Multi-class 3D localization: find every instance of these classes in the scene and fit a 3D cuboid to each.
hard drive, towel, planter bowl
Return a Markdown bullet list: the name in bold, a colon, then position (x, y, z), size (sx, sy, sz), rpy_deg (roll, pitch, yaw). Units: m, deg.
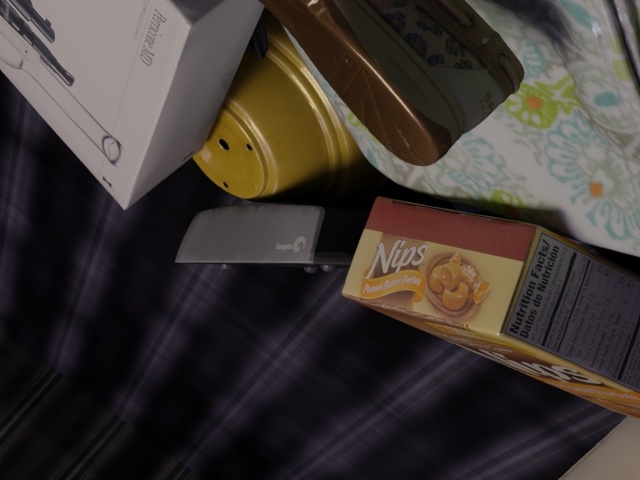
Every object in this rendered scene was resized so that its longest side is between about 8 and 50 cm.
- **hard drive**: position (0.000, 0.000, 1.648), size (0.172, 0.054, 0.255), rpy_deg (2, 179, -27)
- **towel**: position (0.107, -0.129, 1.312), size (0.374, 0.090, 0.320), rpy_deg (19, 149, 43)
- **planter bowl**: position (-0.052, -0.098, 1.619), size (0.217, 0.090, 0.217), rpy_deg (34, 146, 27)

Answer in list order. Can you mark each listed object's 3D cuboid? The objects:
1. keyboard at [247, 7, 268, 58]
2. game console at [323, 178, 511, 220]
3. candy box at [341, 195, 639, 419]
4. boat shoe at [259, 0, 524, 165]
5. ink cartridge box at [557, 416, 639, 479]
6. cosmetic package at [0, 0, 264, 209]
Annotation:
- **keyboard**: position (-0.087, -0.225, 1.451), size (0.180, 0.023, 0.108), rpy_deg (60, 170, 20)
- **game console**: position (0.082, -0.054, 1.646), size (0.213, 0.044, 0.361), rpy_deg (41, 161, -13)
- **candy box**: position (0.195, 0.065, 1.496), size (0.316, 0.087, 0.183), rpy_deg (23, 173, -36)
- **boat shoe**: position (0.005, -0.178, 1.190), size (0.285, 0.089, 0.104), rpy_deg (53, 164, -4)
- **ink cartridge box**: position (0.346, 0.284, 1.655), size (0.270, 0.197, 0.198), rpy_deg (46, -177, -24)
- **cosmetic package**: position (-0.180, -0.206, 1.435), size (0.284, 0.097, 0.377), rpy_deg (46, 160, 5)
